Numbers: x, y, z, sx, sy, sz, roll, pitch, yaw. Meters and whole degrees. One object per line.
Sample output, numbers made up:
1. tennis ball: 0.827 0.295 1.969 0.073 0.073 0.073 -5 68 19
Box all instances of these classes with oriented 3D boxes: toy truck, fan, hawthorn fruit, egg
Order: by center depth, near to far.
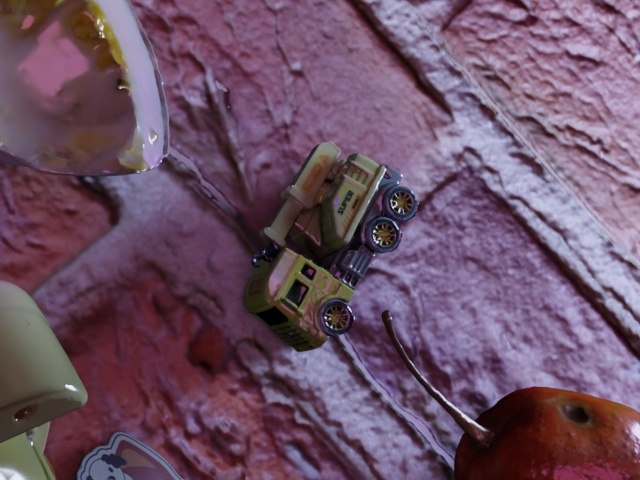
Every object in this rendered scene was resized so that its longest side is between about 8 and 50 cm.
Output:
1. egg: -0.251 -0.154 1.113 0.271 0.161 0.206 49 28 -39
2. fan: -0.099 0.238 1.127 0.220 0.009 0.132 42 30 -5
3. hawthorn fruit: 0.146 0.167 1.192 0.285 0.165 0.165 31 71 -15
4. toy truck: 0.000 0.000 1.215 0.100 0.077 0.169 35 72 -13

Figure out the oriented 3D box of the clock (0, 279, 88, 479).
1. clock: -0.286 0.188 0.919 0.286 0.348 0.117 -24 59 -24
